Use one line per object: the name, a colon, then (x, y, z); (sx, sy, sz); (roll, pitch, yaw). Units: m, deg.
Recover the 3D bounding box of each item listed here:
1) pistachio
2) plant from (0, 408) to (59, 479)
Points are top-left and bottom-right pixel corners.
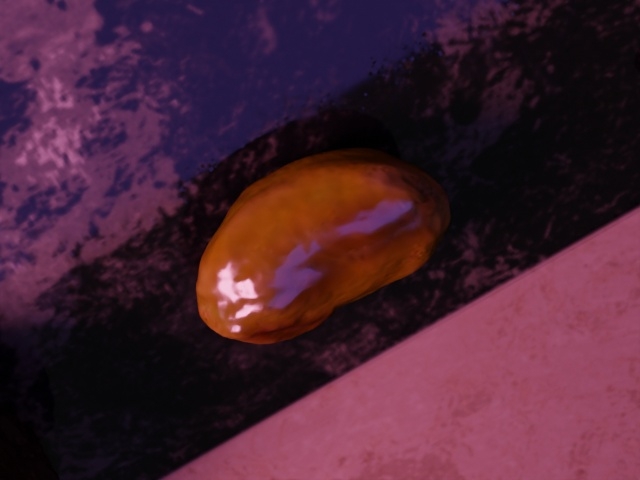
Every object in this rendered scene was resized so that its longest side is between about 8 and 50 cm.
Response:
pistachio: (-0.003, -0.002, 1.090); (0.189, 0.100, 0.110); (-30, 90, 9)
plant: (-0.339, 0.224, 1.053); (0.321, 0.181, 0.194); (-41, 112, -1)
